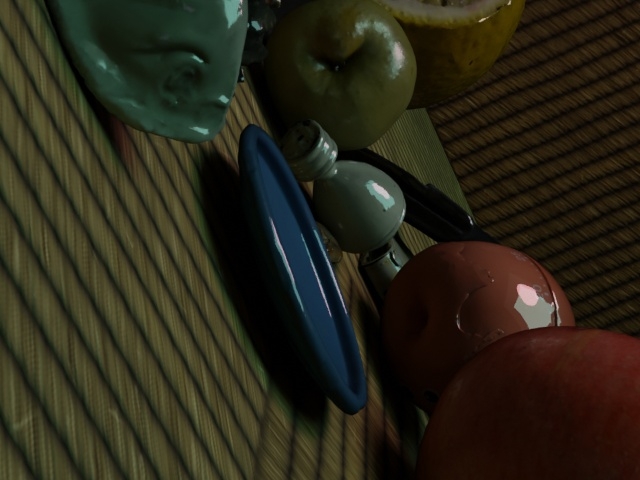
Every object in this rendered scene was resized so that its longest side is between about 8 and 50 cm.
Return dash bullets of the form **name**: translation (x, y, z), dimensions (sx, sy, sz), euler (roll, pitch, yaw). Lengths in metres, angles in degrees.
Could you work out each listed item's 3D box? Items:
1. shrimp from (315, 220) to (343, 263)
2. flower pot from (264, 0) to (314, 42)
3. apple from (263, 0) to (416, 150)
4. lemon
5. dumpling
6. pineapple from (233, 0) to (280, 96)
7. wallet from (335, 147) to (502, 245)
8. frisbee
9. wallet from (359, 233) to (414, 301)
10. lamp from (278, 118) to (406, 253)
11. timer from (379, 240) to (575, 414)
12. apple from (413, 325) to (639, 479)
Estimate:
- **shrimp**: translation (0.000, 0.000, 1.701), dimensions (0.059, 0.023, 0.108), euler (59, 9, 9)
- **flower pot**: translation (-0.039, -0.397, 1.949), dimensions (0.269, 0.166, 0.269), euler (62, 10, -20)
- **apple**: translation (0.023, -0.196, 1.796), dimensions (0.200, 0.200, 0.200), euler (-23, 90, -80)
- **lemon**: translation (0.122, -0.354, 2.262), dimensions (0.364, 0.364, 0.364), euler (-23, 90, -80)
- **dumpling**: translation (-0.132, -0.175, 1.155), dimensions (0.108, 0.152, 0.219), euler (105, -23, -74)
- **pineapple**: translation (-0.111, -0.222, 1.336), dimensions (0.170, 0.141, 0.310), euler (47, 27, -22)
- **wallet**: translation (0.161, -0.039, 2.204), dimensions (0.228, 0.062, 0.406), euler (32, 2, 17)
- **frisbee**: translation (-0.029, 0.031, 1.400), dimensions (0.289, 0.049, 0.290), euler (-21, 90, -83)
- **wallet**: translation (0.149, 0.122, 2.051), dimensions (0.310, 0.077, 0.223), euler (60, 12, -14)
- **lamp**: translation (0.023, -0.060, 1.752), dimensions (0.193, 0.106, 0.106), euler (44, 23, -40)
- **timer**: translation (0.190, 0.114, 1.833), dimensions (0.214, 0.229, 0.230), euler (21, 39, -34)
- **apple**: translation (0.268, 0.279, 1.574), dimensions (0.364, 0.363, 0.364), euler (-23, 90, -80)
